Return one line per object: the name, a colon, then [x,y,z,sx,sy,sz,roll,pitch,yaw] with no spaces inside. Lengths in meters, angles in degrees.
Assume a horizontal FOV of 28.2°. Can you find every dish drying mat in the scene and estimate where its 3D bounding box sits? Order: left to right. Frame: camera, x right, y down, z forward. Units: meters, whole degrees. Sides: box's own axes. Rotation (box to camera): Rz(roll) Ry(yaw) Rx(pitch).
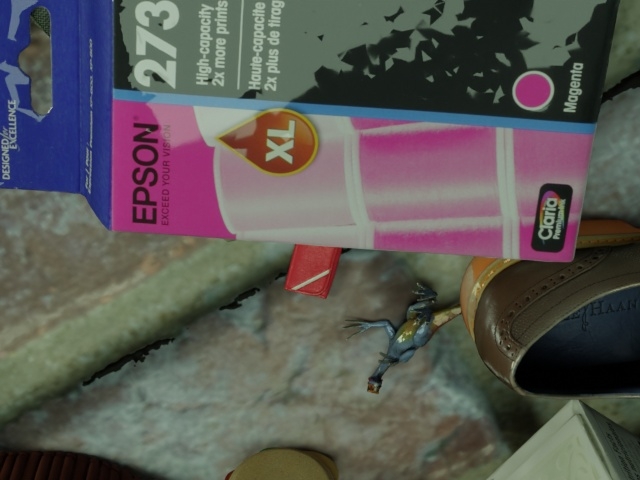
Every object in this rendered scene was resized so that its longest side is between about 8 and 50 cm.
dish drying mat: [0.000,0.000,0.866,0.032,0.008,0.083,15,114,-2]

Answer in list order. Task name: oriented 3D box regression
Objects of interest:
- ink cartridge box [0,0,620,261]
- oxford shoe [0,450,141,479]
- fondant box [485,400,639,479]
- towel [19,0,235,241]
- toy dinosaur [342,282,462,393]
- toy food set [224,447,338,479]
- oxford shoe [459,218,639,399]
ink cartridge box: [-0.021,-0.088,0.756,0.370,0.069,0.176,5,115,1]
oxford shoe: [-0.141,0.249,0.925,0.348,0.123,0.130,14,119,-2]
fondant box: [0.217,0.281,0.888,0.330,0.096,0.238,33,111,-26]
towel: [-0.029,-0.196,0.767,0.324,0.056,0.312,-34,111,14]
toy dinosaur: [0.062,0.074,0.880,0.090,0.047,0.082,5,133,-10]
toy food set: [-0.029,0.182,0.909,0.082,0.083,0.020,2,135,1]
oxford shoe: [0.276,0.043,0.797,0.363,0.133,0.130,-12,112,3]
